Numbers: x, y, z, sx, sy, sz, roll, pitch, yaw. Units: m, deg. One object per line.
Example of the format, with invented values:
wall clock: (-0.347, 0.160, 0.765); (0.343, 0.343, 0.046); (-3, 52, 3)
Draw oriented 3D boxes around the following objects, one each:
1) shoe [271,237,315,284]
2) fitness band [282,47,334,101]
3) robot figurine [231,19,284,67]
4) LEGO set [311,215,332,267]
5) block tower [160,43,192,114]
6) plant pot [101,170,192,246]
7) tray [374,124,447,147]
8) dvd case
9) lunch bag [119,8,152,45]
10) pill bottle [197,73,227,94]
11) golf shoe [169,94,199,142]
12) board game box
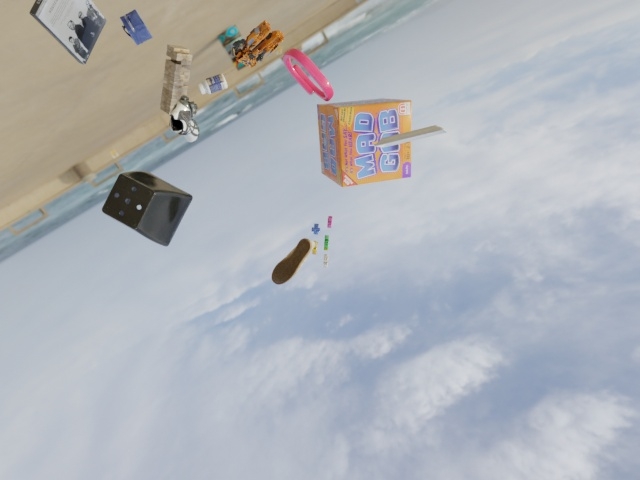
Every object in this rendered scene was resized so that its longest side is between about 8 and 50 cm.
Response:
shoe: (-0.096, 0.079, 1.513); (0.219, 0.076, 0.058); (-47, 168, 18)
fitness band: (-0.057, -0.764, 1.931); (0.054, 0.291, 0.209); (-49, -159, -3)
robot figurine: (-0.349, -1.056, 2.259); (0.290, 0.085, 0.211); (-28, 160, 32)
LEGO set: (0.000, 0.000, 1.793); (0.086, 0.228, 0.093); (5, 177, 3)
block tower: (-0.733, -0.798, 2.093); (0.090, 0.336, 0.097); (34, -148, 26)
plant pot: (-0.540, -0.106, 1.264); (0.188, 0.188, 0.167); (-63, 173, 0)
tray: (0.355, -0.411, 1.631); (0.270, 0.030, 0.145); (-9, -173, 23)
dvd case: (-0.770, -0.693, 1.283); (0.239, 0.029, 0.180); (83, 28, -80)
lunch bag: (-0.580, -0.665, 1.295); (0.065, 0.067, 0.098); (-33, 178, -5)
pill bottle: (-0.483, -0.696, 1.851); (0.120, 0.067, 0.067); (-24, -162, -11)
golf shoe: (-0.432, -0.360, 1.287); (0.094, 0.077, 0.198); (-54, 175, -25)
board game box: (0.207, -0.494, 2.034); (0.355, 0.357, 0.356); (-10, -158, -13)
